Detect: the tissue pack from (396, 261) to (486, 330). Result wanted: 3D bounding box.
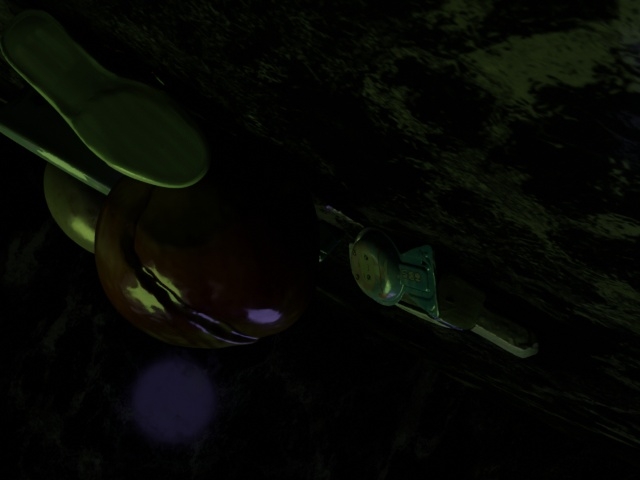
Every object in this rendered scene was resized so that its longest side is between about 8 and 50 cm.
[{"bbox_3d":[0.188,0.089,1.607,0.103,0.090,0.170,27,177,-25],"label":"tissue pack"}]

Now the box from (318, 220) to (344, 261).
[{"bbox_3d":[0.000,0.000,1.867,0.054,0.074,0.099,45,172,-4],"label":"box"}]

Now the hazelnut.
[{"bbox_3d":[-0.169,0.007,1.503,0.372,0.372,0.315,31,-148,-5],"label":"hazelnut"}]

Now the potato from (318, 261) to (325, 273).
[{"bbox_3d":[-0.096,-0.009,2.248,0.261,0.100,0.120,12,-155,24],"label":"potato"}]

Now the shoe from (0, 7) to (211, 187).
[{"bbox_3d":[-0.302,-0.190,1.409,0.363,0.131,0.160,39,177,9],"label":"shoe"}]

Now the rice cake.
[{"bbox_3d":[0.263,0.130,1.764,0.298,0.050,0.106,28,173,19],"label":"rice cake"}]

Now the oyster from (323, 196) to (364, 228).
[{"bbox_3d":[0.038,-0.047,1.550,0.083,0.019,0.054,30,175,-15],"label":"oyster"}]

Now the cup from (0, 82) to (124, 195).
[{"bbox_3d":[-0.456,-0.209,1.847,0.347,0.163,0.347,29,173,4],"label":"cup"}]

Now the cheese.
[{"bbox_3d":[0.115,0.048,1.569,0.052,0.135,0.245,-16,-164,-28],"label":"cheese"}]

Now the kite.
[{"bbox_3d":[-0.211,-0.213,1.374,0.241,0.014,0.183,35,178,5],"label":"kite"}]

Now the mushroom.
[{"bbox_3d":[-0.550,-0.134,2.546,0.362,0.295,0.362,43,-157,-24],"label":"mushroom"}]
